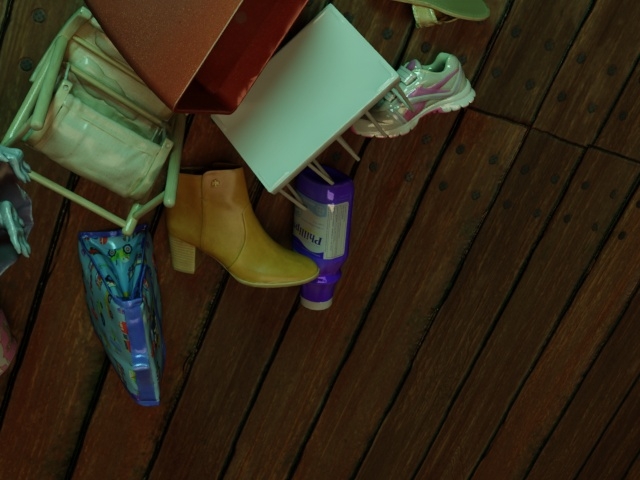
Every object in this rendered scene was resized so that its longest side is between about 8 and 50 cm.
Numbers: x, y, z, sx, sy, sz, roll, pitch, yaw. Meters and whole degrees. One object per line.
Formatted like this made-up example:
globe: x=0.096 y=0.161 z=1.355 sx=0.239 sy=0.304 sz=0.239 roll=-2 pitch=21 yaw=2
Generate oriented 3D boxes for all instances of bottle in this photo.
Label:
bottle: x=0.000 y=0.000 z=1.650 sx=0.092 sy=0.118 sz=0.283 roll=-18 pitch=126 yaw=-36

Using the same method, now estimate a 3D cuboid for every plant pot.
plant pot: x=-0.193 y=-0.367 z=1.283 sx=0.236 sy=0.267 sz=0.267 roll=37 pitch=104 yaw=6

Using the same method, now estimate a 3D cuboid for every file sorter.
file sorter: x=-0.002 y=-0.217 z=1.465 sx=0.278 sy=0.193 sz=0.173 roll=-42 pitch=155 yaw=8

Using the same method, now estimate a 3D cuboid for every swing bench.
swing bench: x=-0.345 y=-0.189 z=1.377 sx=0.253 sy=0.254 sz=0.165 roll=32 pitch=143 yaw=-29

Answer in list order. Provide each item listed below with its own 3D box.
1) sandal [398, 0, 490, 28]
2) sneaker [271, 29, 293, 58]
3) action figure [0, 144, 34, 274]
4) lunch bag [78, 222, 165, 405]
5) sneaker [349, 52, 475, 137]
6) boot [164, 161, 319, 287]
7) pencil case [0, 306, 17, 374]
sandal: x=0.177 y=-0.420 z=1.520 sx=0.240 sy=0.088 sz=0.079 roll=11 pitch=145 yaw=-17
sneaker: x=-0.111 y=-0.317 z=1.469 sx=0.152 sy=0.058 sz=0.084 roll=-26 pitch=129 yaw=-9
action figure: x=-0.596 y=-0.006 z=1.193 sx=0.370 sy=0.248 sz=0.275 roll=-17 pitch=114 yaw=9
lunch bag: x=-0.340 y=0.138 z=1.503 sx=0.138 sy=0.293 sz=0.221 roll=-9 pitch=121 yaw=-14
sneaker: x=0.159 y=-0.273 z=1.573 sx=0.252 sy=0.103 sz=0.111 roll=-26 pitch=119 yaw=-12
boot: x=-0.141 y=-0.033 z=1.556 sx=0.295 sy=0.104 sz=0.211 roll=6 pitch=113 yaw=2
pencil case: x=-0.668 y=0.084 z=1.444 sx=0.160 sy=0.167 sz=0.386 roll=-3 pitch=124 yaw=20
